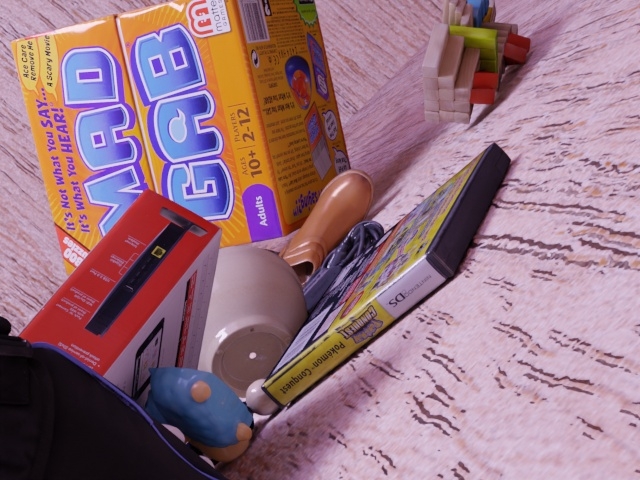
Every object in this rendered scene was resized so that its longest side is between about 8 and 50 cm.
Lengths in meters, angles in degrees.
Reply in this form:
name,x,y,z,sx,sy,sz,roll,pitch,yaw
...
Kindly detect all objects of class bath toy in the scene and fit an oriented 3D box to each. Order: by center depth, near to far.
name,x,y,z,sx,sy,sz,roll,pitch,yaw
bath toy,-0.180,0.263,1.167,0.129,0.151,0.348,-3,41,39

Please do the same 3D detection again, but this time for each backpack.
name,x,y,z,sx,sy,sz,roll,pitch,yaw
backpack,-0.183,0.231,0.895,0.263,0.276,0.213,-58,8,-36

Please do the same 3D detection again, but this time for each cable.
name,x,y,z,sx,sy,sz,roll,pitch,yaw
cable,0.012,0.050,1.743,0.184,0.047,0.150,-49,2,-13

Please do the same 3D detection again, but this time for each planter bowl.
name,x,y,z,sx,sy,sz,roll,pitch,yaw
planter bowl,-0.083,0.101,1.571,0.162,0.162,0.109,-44,33,9

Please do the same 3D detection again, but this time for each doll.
name,x,y,z,sx,sy,sz,roll,pitch,yaw
doll,-0.114,0.208,1.479,0.189,0.046,0.129,-44,7,6

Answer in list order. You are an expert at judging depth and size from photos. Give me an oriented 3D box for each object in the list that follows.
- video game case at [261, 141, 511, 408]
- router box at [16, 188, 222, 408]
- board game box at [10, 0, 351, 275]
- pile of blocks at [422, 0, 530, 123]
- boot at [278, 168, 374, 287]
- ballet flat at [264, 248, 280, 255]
name,x,y,z,sx,sy,sz,roll,pitch,yaw
video game case,0.072,0.032,1.488,0.248,0.035,0.275,-41,7,31
router box,-0.214,0.166,1.304,0.301,0.082,0.335,-54,-13,-38
board game box,-0.193,-0.176,2.215,0.356,0.356,0.356,-10,7,20
pile of blocks,0.233,-0.282,2.043,0.362,0.112,0.149,-60,-26,-59
boot,0.000,0.000,1.988,0.197,0.073,0.152,-55,1,21
ballet flat,-0.089,0.039,2.350,0.057,0.052,0.168,-46,7,-13
